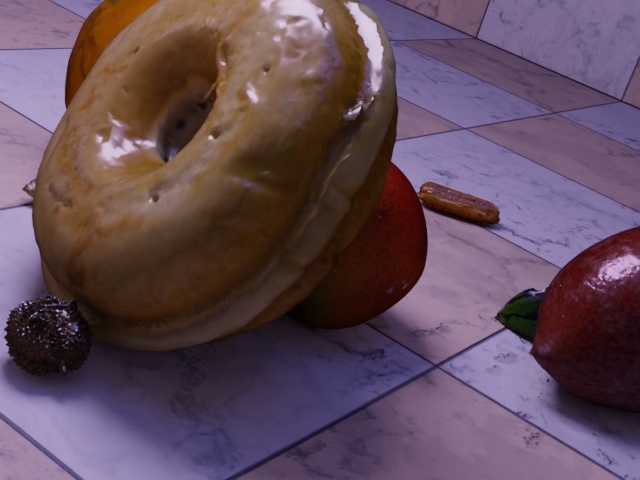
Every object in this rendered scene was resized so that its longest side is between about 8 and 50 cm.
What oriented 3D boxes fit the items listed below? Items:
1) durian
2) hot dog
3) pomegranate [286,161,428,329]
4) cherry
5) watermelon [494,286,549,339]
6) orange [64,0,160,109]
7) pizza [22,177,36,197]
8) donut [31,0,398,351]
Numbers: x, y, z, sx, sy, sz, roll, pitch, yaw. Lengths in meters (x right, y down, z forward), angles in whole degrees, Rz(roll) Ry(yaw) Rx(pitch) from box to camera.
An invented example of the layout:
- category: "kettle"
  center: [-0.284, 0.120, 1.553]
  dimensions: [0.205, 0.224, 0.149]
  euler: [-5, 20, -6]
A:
- category: "durian"
  center: [-0.252, 0.091, 0.998]
  dimensions: [0.080, 0.080, 0.091]
  euler: [3, 38, -32]
- category: "hot dog"
  center: [0.229, -0.058, 1.762]
  dimensions: [0.144, 0.038, 0.062]
  euler: [18, 19, -6]
- category: "pomegranate"
  center: [0.000, 0.000, 1.239]
  dimensions: [0.257, 0.221, 0.221]
  euler: [-32, 47, -26]
- category: "cherry"
  center: [0.369, 0.091, 1.280]
  dimensions: [0.239, 0.239, 0.206]
  euler: [17, 44, -2]
- category: "watermelon"
  center: [0.387, 0.111, 1.456]
  dimensions: [0.301, 0.123, 0.129]
  euler: [6, -7, -26]
- category: "orange"
  center: [-0.187, -0.201, 1.433]
  dimensions: [0.312, 0.312, 0.312]
  euler: [16, 22, -7]
- category: "pizza"
  center: [-0.308, -0.049, 1.347]
  dimensions: [0.099, 0.029, 0.100]
  euler: [32, 27, 12]
- category: "donut"
  center: [-0.116, -0.089, 1.110]
  dimensions: [0.449, 0.449, 0.198]
  euler: [42, 0, 45]
